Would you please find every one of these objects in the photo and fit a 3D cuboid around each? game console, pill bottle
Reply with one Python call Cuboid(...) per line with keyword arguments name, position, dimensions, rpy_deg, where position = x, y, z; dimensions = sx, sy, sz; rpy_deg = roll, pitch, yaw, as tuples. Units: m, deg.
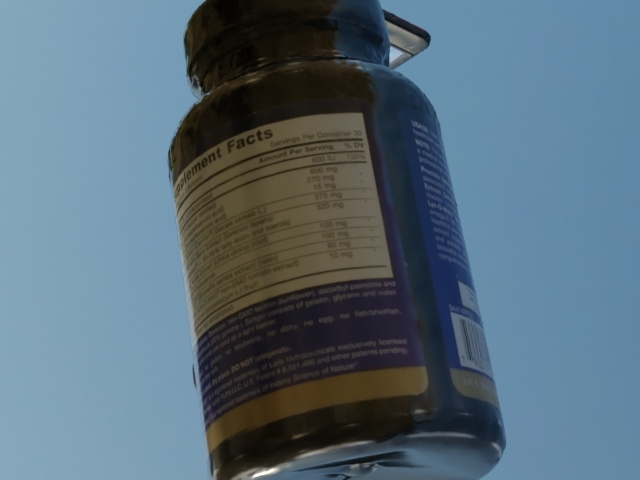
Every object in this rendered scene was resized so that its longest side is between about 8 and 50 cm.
Cuboid(name="game console", position=(0.005, -0.144, 1.228), dimensions=(0.144, 0.124, 0.085), rpy_deg=(-25, -133, 57))
Cuboid(name="pill bottle", position=(0.000, 0.000, 0.608), dimensions=(0.123, 0.122, 0.219), rpy_deg=(-29, -120, 36))

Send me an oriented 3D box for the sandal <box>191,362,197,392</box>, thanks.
Cuboid(name="sandal", position=(-0.001, 0.077, 1.089), dimensions=(0.219, 0.060, 0.090), rpy_deg=(-15, -100, 9))
